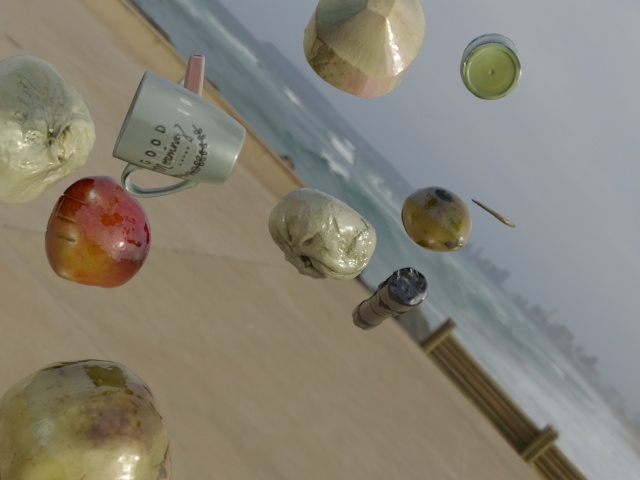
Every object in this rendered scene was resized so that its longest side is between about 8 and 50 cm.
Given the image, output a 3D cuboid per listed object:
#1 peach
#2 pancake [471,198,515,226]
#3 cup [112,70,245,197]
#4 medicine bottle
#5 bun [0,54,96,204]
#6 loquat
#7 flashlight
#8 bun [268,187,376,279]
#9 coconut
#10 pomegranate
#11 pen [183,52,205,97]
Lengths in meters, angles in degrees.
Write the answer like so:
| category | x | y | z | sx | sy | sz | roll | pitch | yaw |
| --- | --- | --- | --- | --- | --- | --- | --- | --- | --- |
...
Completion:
| category | x | y | z | sx | sy | sz | roll | pitch | yaw |
| --- | --- | --- | --- | --- | --- | --- | --- | --- | --- |
| peach | -0.543 | -0.022 | 2.212 | 0.245 | 0.275 | 0.248 | 14 | 10 | -3 |
| pancake | 0.364 | -0.058 | 1.869 | 0.115 | 0.011 | 0.115 | 34 | 7 | -5 |
| cup | -0.301 | -0.186 | 1.828 | 0.234 | 0.258 | 0.186 | 24 | 26 | -17 |
| medicine bottle | 0.409 | -0.417 | 2.130 | 0.147 | 0.147 | 0.143 | 45 | 21 | -8 |
| bun | -0.667 | -0.255 | 2.062 | 0.213 | 0.361 | 0.361 | 3 | -12 | 22 |
| loquat | 0.270 | -0.045 | 2.040 | 0.152 | 0.152 | 0.195 | 38 | 16 | -53 |
| flashlight | 0.164 | 0.153 | 2.221 | 0.103 | 0.103 | 0.424 | 46 | -17 | 2 |
| bun | 0.000 | 0.000 | 2.714 | 0.359 | 0.211 | 0.360 | 27 | -17 | 9 |
| coconut | 0.092 | -0.429 | 1.829 | 0.259 | 0.259 | 0.259 | 45 | 6 | -6 |
| pomegranate | -0.397 | 0.358 | 1.450 | 0.332 | 0.332 | 0.332 | 45 | 6 | -6 |
| pen | -0.345 | -0.413 | 2.408 | 0.053 | 0.197 | 0.032 | 6 | 36 | -13 |
